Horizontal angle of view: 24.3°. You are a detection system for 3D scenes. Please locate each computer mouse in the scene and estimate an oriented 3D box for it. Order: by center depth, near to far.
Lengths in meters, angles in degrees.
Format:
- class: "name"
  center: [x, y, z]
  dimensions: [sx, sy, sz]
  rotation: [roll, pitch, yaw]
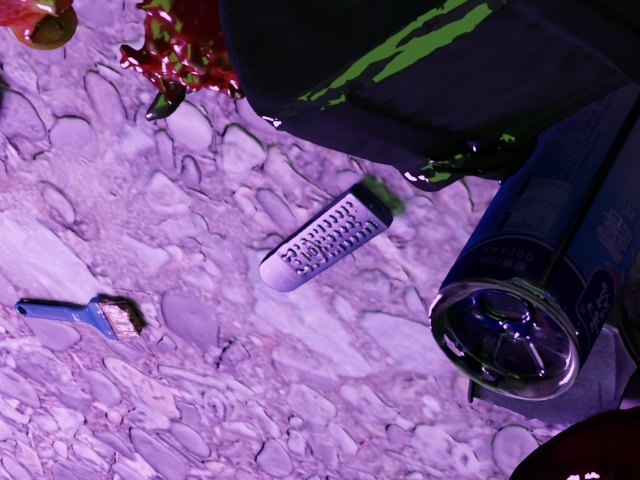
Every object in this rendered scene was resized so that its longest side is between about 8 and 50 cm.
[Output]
- class: "computer mouse"
  center: [0.178, 0.074, 1.123]
  dimensions: [0.126, 0.071, 0.231]
  rotation: [8, 149, 10]

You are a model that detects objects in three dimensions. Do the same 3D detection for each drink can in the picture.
- class: "drink can"
  center: [0.155, -0.019, 0.904]
  dimensions: [0.097, 0.235, 0.097]
  rotation: [19, 139, 18]

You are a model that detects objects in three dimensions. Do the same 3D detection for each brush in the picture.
- class: "brush"
  center: [-0.244, 0.073, 1.475]
  dimensions: [0.164, 0.014, 0.051]
  rotation: [4, 131, 35]

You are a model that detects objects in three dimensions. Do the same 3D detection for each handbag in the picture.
- class: "handbag"
  center: [0.084, -0.148, 0.831]
  dimensions: [0.254, 0.181, 0.181]
  rotation: [-31, 150, 28]

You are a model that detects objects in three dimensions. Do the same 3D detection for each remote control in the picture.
- class: "remote control"
  center: [-0.001, 0.001, 1.210]
  dimensions: [0.043, 0.027, 0.152]
  rotation: [48, 139, -7]

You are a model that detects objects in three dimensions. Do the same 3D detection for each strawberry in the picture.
- class: "strawberry"
  center: [-0.044, -0.194, 0.919]
  dimensions: [0.106, 0.188, 0.286]
  rotation: [14, 131, 7]

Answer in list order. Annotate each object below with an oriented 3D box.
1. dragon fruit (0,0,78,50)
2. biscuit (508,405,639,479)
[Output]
- class: "dragon fruit"
  center: [-0.281, -0.262, 0.997]
  dimensions: [0.307, 0.243, 0.227]
  rotation: [61, 153, 16]
- class: "biscuit"
  center: [0.340, 0.264, 1.162]
  dimensions: [0.407, 0.091, 0.407]
  rotation: [20, 149, 13]
